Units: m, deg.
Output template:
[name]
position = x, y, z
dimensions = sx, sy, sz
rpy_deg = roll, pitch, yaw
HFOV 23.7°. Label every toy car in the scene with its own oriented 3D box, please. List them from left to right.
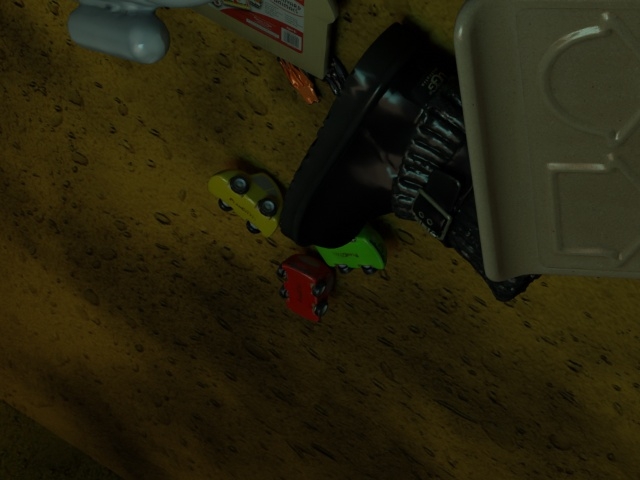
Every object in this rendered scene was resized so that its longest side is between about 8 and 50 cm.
[toy car]
position = 0.000, 0.000, 1.774
dimensions = 0.225, 0.053, 0.239
rpy_deg = 2, 134, 47

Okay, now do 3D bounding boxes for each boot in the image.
[boot]
position = 0.110, -0.033, 1.522
dimensions = 0.260, 0.131, 0.348
rpy_deg = 37, 150, 5

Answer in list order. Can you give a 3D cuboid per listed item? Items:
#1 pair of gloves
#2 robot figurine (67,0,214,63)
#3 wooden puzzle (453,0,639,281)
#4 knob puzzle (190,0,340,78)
[pair of gloves]
position = -0.007, -0.176, 1.582
dimensions = 0.083, 0.010, 0.074
rpy_deg = -6, 126, 48
[robot figurine]
position = -0.171, -0.311, 1.368
dimensions = 0.353, 0.200, 0.300
rpy_deg = 12, 104, 48
[wooden puzzle]
position = 0.294, -0.089, 1.213
dimensions = 0.348, 0.080, 0.322
rpy_deg = -1, 139, 12
[knob puzzle]
position = -0.058, -0.267, 1.495
dimensions = 0.213, 0.030, 0.213
rpy_deg = 29, 149, 19
